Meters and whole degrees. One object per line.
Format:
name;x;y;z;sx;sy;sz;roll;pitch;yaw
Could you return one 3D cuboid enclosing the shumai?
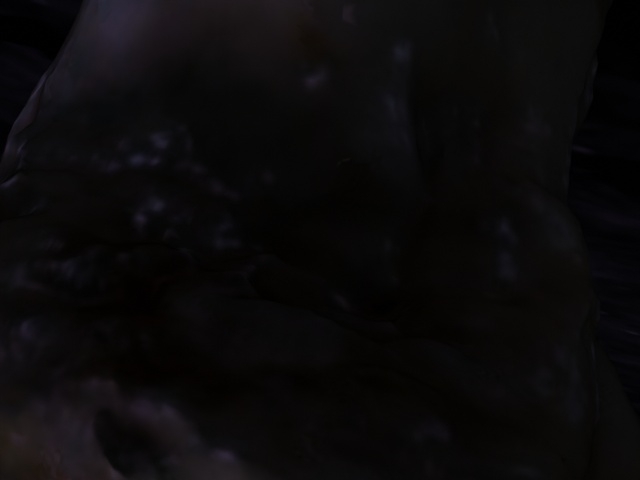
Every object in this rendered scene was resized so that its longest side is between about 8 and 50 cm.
shumai;0.000;0.000;0.632;0.324;0.323;0.397;13;172;-3
